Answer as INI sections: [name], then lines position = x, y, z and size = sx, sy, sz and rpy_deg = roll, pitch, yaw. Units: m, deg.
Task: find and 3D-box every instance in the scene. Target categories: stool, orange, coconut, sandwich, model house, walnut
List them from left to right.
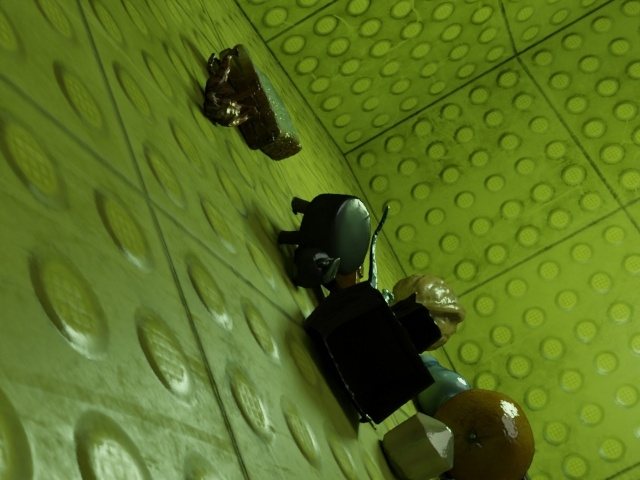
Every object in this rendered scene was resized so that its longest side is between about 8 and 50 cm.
[sandwich]
position = -0.146, -0.322, 2.150
size = 0.254, 0.100, 0.288
rpy_deg = 62, 8, 8
[stool]
position = -0.002, -0.008, 1.743
size = 0.228, 0.139, 0.153
rpy_deg = -29, 120, -54
[model house]
position = 0.094, 0.177, 1.612
size = 0.211, 0.204, 0.243
rpy_deg = 60, -9, -6
[coconut]
position = 0.184, 0.372, 1.638
size = 0.116, 0.122, 0.116
rpy_deg = 58, 8, -13
[walnut]
position = 0.297, 0.210, 2.641
size = 0.257, 0.257, 0.224
rpy_deg = 35, 58, -73
[orange]
position = 0.380, 0.475, 2.150
size = 0.264, 0.264, 0.264
rpy_deg = 59, 8, -13

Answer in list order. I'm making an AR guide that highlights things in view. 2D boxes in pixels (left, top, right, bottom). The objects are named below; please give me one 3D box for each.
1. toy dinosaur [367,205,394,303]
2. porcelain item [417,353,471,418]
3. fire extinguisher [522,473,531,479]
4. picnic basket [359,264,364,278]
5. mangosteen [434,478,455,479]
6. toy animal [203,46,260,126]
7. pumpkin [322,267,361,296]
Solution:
[toy dinosaur]
position = 0.126, 0.121, 2.043
size = 0.129, 0.076, 0.382
rpy_deg = 66, 23, -61
[porcelain item]
position = 0.309, 0.389, 2.392
size = 0.141, 0.141, 0.259
rpy_deg = 57, -2, -22
[fire extinguisher]
position = 0.476, 0.553, 2.341
size = 0.113, 0.200, 0.376
rpy_deg = -7, 63, -41
[picnic basket]
position = 0.030, 0.029, 2.071
size = 0.164, 0.079, 0.115
rpy_deg = 59, 7, -9
[mangosteen]
position = 0.185, 0.439, 1.329
size = 0.166, 0.166, 0.180
rpy_deg = 60, 34, -2
[toy animal]
position = -0.199, -0.305, 1.844
size = 0.255, 0.116, 0.114
rpy_deg = -118, -162, -51
[pumpkin]
position = 0.031, 0.060, 1.879
size = 0.131, 0.126, 0.247
rpy_deg = 71, 15, -61
